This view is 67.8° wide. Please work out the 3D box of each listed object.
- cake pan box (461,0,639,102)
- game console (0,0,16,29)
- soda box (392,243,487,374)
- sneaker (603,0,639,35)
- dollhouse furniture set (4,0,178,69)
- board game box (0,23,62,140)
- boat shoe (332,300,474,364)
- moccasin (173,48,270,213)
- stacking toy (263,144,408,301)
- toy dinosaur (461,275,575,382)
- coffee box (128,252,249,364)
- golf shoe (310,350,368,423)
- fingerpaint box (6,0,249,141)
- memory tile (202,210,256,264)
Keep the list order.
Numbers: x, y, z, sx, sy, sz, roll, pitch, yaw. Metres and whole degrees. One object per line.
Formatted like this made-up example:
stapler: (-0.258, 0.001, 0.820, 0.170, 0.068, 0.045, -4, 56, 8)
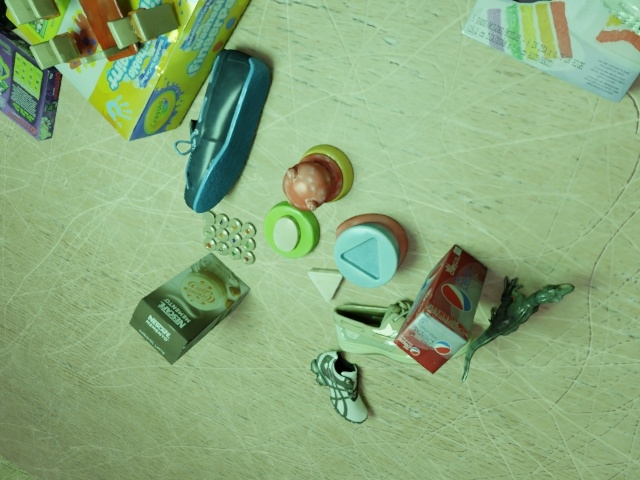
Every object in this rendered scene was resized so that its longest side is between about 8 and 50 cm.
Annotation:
cake pan box: (0.366, -0.363, 0.666, 0.266, 0.070, 0.246, 31, 120, 10)
game console: (-0.729, -0.730, 1.047, 0.386, 0.060, 0.342, -35, 100, 34)
soda box: (0.218, 0.109, 0.835, 0.083, 0.263, 0.092, 38, 123, 7)
sneaker: (0.501, -0.271, 0.569, 0.293, 0.102, 0.146, 23, 119, -19)
dollhouse furniture set: (-0.387, -0.434, 0.791, 0.261, 0.135, 0.259, -1, 123, 27)
board game box: (-0.818, -0.440, 1.223, 0.346, 0.056, 0.208, 37, 119, 6)
boat shoe: (0.161, 0.183, 0.995, 0.302, 0.109, 0.098, -2, 113, 33)
moccasin: (-0.211, -0.223, 0.992, 0.116, 0.137, 0.342, 33, 109, 14)
stacking toy: (0.000, 0.000, 0.973, 0.309, 0.130, 0.279, 48, 124, 0)
toy dinosaur: (0.340, 0.141, 0.876, 0.064, 0.118, 0.268, 34, 121, 0)
coffee box: (-0.300, 0.151, 1.118, 0.141, 0.246, 0.098, 41, 124, 3)
golf shoe: (0.062, 0.351, 1.136, 0.093, 0.077, 0.198, -35, 96, 33)
fingerpaint box: (-0.355, -0.484, 0.904, 0.371, 0.163, 0.445, 45, 124, 2)
memory tile: (-0.222, -0.007, 1.148, 0.147, 0.012, 0.113, 17, 119, 19)
